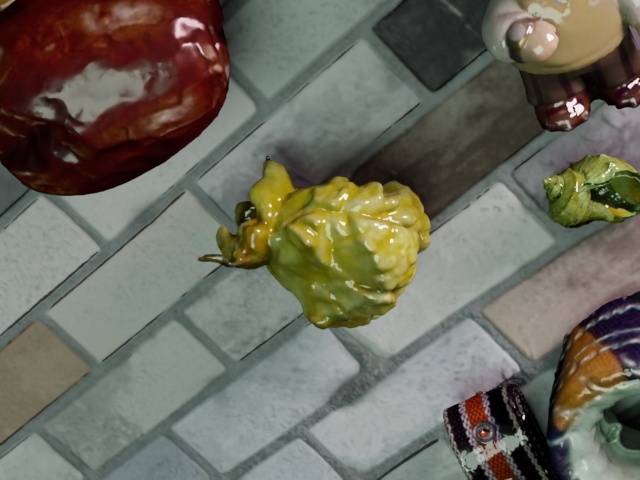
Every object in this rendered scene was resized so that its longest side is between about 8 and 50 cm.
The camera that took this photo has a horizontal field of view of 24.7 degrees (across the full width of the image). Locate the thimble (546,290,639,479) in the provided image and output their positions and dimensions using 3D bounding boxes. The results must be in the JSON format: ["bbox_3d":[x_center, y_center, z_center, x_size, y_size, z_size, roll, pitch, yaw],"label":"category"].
[{"bbox_3d":[0.341,0.179,1.467,0.237,0.150,0.237,6,122,10],"label":"thimble"}]

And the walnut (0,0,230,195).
[{"bbox_3d":[-0.212,-0.176,1.387,0.269,0.222,0.244,-21,78,9],"label":"walnut"}]

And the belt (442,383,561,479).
[{"bbox_3d":[0.249,0.313,1.585,0.094,0.126,0.359,-23,110,24],"label":"belt"}]

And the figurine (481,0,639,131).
[{"bbox_3d":[0.181,-0.248,1.227,0.218,0.206,0.365,-13,115,20],"label":"figurine"}]

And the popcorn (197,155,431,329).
[{"bbox_3d":[0.004,-0.003,1.443,0.195,0.173,0.168,30,155,-3],"label":"popcorn"}]

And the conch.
[{"bbox_3d":[0.267,-0.045,1.398,0.121,0.074,0.089,14,163,-19],"label":"conch"}]
